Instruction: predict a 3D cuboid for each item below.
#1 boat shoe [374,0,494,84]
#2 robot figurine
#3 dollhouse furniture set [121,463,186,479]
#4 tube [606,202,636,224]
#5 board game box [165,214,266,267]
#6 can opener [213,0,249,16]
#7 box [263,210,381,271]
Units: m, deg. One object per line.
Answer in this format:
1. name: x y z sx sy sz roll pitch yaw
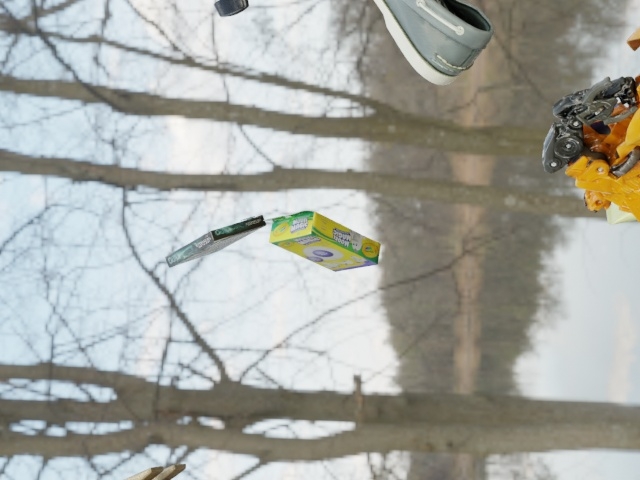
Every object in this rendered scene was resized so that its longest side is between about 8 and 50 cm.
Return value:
1. boat shoe: 0.097 -0.345 1.271 0.116 0.099 0.319 -31 -93 -44
2. robot figurine: 0.344 -0.124 0.960 0.291 0.211 0.085 -47 22 43
3. dollhouse furniture set: -0.223 0.471 1.525 0.259 0.135 0.262 25 -135 -71
4. tube: 0.583 -0.077 1.699 0.070 0.240 0.062 -5 -95 -74
5. board game box: -0.203 0.002 2.011 0.126 0.186 0.026 -19 -94 -39
6. can opener: -0.101 -0.410 1.635 0.059 0.186 0.073 -46 -68 -46
7. box: 0.000 0.000 1.689 0.179 0.105 0.043 27 -116 -37
